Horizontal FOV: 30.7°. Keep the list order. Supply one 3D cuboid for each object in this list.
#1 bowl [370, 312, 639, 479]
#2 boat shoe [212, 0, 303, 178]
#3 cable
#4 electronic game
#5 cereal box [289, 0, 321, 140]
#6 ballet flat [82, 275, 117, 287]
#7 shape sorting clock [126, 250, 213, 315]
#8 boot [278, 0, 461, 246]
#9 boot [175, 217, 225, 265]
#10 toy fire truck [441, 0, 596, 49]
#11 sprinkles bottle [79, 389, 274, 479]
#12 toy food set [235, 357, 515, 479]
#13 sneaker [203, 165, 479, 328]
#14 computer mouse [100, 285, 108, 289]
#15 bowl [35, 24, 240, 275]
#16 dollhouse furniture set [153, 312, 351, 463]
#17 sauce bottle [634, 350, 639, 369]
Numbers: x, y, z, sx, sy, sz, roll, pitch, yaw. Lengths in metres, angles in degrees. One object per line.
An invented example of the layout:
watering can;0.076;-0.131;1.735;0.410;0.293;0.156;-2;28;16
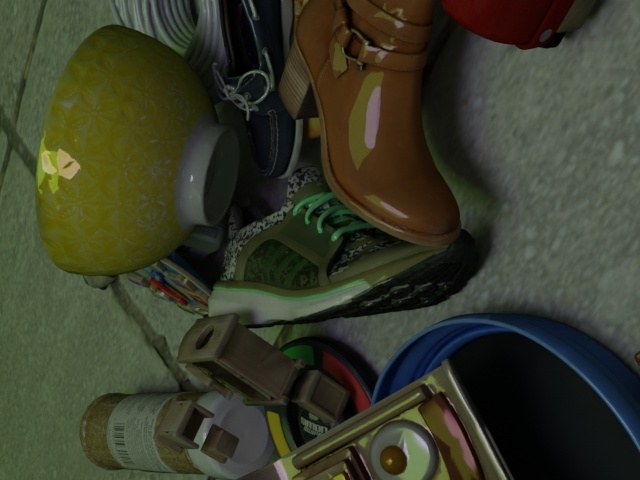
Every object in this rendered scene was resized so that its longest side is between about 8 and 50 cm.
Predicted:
bowl;0.211;0.258;1.203;0.391;0.077;0.391;19;117;44
boat shoe;-0.073;-0.189;1.299;0.095;0.079;0.254;23;121;49
cable;-0.159;-0.288;1.430;0.257;0.089;0.257;-11;95;51
electronic game;0.007;0.231;1.451;0.229;0.048;0.229;20;117;45
cereal box;0.009;-0.241;1.281;0.173;0.047;0.240;-11;95;51
ballet flat;-0.344;-0.010;1.698;0.052;0.057;0.168;-18;107;28
shape sorting clock;-0.217;0.050;1.565;0.206;0.040;0.206;24;160;9
boot;0.077;-0.154;1.133;0.283;0.109;0.220;58;138;30
boot;-0.176;-0.042;1.552;0.258;0.095;0.123;-17;58;64
toy fire truck;0.112;-0.274;0.996;0.217;0.246;0.158;50;136;25
sprinkles bottle;-0.211;0.273;1.660;0.355;0.121;0.121;-10;95;50
toy food set;0.064;0.283;1.190;0.306;0.092;0.219;-34;76;27
sneaker;0.000;0.000;1.315;0.410;0.158;0.182;-11;83;47
computer mouse;-0.352;-0.065;1.758;0.184;0.060;0.262;44;144;25
bowl;-0.183;-0.087;1.314;0.156;0.289;0.289;13;116;13
dollhouse furniture set;-0.089;0.201;1.343;0.182;0.161;0.101;37;154;-24
sauce bottle;0.333;0.148;1.050;0.128;0.042;0.042;59;138;18
